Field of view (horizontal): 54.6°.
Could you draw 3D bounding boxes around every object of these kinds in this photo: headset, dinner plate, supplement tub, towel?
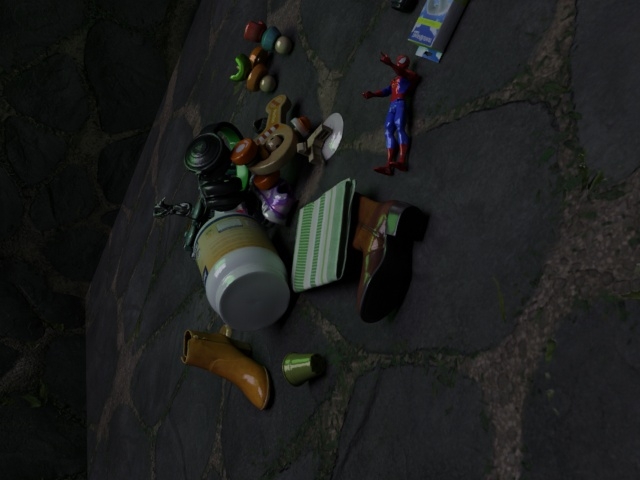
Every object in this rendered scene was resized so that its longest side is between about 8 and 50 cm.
[{"bbox_3d":[-0.331,-0.185,1.812,0.185,0.243,0.394,-6,33,22],"label":"headset"},{"bbox_3d":[0.019,-0.289,1.723,0.141,0.017,0.141,-33,48,47],"label":"dinner plate"},{"bbox_3d":[-0.220,0.083,1.732,0.228,0.228,0.316,-63,31,19],"label":"supplement tub"},{"bbox_3d":[0.000,0.000,1.535,0.325,0.038,0.248,153,128,-65],"label":"towel"}]

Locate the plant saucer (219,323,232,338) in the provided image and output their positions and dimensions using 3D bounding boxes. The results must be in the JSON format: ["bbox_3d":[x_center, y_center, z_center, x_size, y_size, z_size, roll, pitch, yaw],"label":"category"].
[{"bbox_3d":[-0.310,0.305,1.997,0.083,0.015,0.083,-35,47,49],"label":"plant saucer"}]

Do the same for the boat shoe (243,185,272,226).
[{"bbox_3d":[-0.211,-0.128,1.975,0.095,0.079,0.254,-59,32,27],"label":"boat shoe"}]

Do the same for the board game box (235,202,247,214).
[{"bbox_3d":[-0.249,-0.049,1.957,0.133,0.033,0.169,-161,53,-69],"label":"board game box"}]

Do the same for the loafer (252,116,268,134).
[{"bbox_3d":[-0.198,-0.394,2.103,0.170,0.061,0.062,5,82,61],"label":"loafer"}]

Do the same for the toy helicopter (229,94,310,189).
[{"bbox_3d":[-0.121,-0.331,1.835,0.235,0.140,0.355,-25,39,24],"label":"toy helicopter"}]

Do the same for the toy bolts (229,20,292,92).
[{"bbox_3d":[-0.182,-0.644,2.181,0.218,0.158,0.228,-45,-18,-56],"label":"toy bolts"}]

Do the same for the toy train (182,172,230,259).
[{"bbox_3d":[-0.409,-0.093,2.255,0.190,0.142,0.334,-158,85,-70],"label":"toy train"}]

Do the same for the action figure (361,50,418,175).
[{"bbox_3d":[0.146,-0.303,1.393,0.091,0.139,0.280,-11,64,57],"label":"action figure"}]

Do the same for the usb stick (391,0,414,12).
[{"bbox_3d":[0.247,-0.691,1.496,0.278,0.045,0.077,-66,31,15],"label":"usb stick"}]

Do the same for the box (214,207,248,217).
[{"bbox_3d":[-0.296,-0.060,2.065,0.087,0.101,0.102,-17,63,56],"label":"box"}]

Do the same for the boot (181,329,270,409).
[{"bbox_3d":[-0.269,0.352,1.701,0.104,0.211,0.295,-66,30,15],"label":"boot"}]

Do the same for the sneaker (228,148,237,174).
[{"bbox_3d":[-0.334,-0.297,2.274,0.223,0.083,0.098,5,75,61],"label":"sneaker"}]

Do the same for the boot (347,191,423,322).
[{"bbox_3d":[0.090,0.026,1.366,0.280,0.096,0.264,19,96,63],"label":"boot"}]

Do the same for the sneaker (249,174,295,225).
[{"bbox_3d":[-0.135,-0.148,1.852,0.104,0.095,0.236,-54,39,20],"label":"sneaker"}]

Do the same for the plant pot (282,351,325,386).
[{"bbox_3d":[-0.034,0.299,1.467,0.079,0.083,0.083,-22,56,41],"label":"plant pot"}]

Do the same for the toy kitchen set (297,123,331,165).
[{"bbox_3d":[-0.016,-0.264,1.680,0.075,0.068,0.083,-42,42,42],"label":"toy kitchen set"}]

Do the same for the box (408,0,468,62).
[{"bbox_3d":[0.263,-0.494,1.374,0.178,0.042,0.109,-64,30,15],"label":"box"}]
